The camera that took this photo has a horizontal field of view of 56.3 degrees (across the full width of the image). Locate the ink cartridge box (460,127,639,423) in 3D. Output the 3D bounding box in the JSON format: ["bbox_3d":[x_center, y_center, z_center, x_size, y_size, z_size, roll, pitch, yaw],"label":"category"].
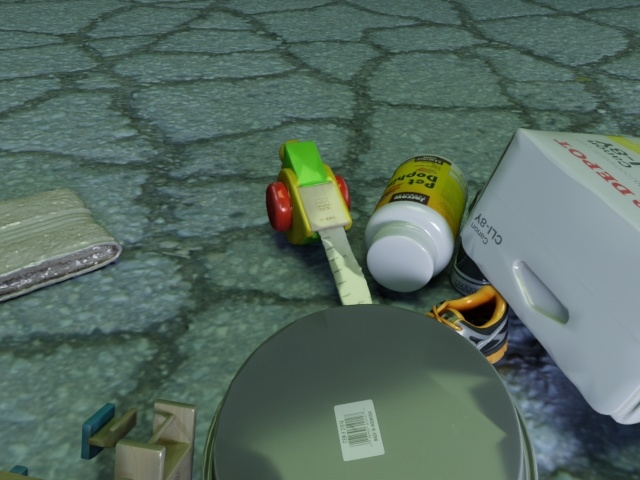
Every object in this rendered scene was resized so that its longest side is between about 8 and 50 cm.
[{"bbox_3d":[0.398,0.017,0.660,0.384,0.161,0.279,-3,40,-27],"label":"ink cartridge box"}]

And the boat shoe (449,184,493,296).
[{"bbox_3d":[0.260,-0.040,0.857,0.108,0.102,0.301,19,37,22],"label":"boat shoe"}]

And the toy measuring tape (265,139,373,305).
[{"bbox_3d":[0.000,0.000,0.811,0.121,0.121,0.330,-9,59,-18],"label":"toy measuring tape"}]

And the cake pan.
[{"bbox_3d":[0.038,0.171,0.512,0.292,0.054,0.293,-3,47,4],"label":"cake pan"}]

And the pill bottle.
[{"bbox_3d":[0.130,-0.025,0.811,0.117,0.117,0.215,13,35,14],"label":"pill bottle"}]

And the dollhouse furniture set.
[{"bbox_3d":[-0.191,0.214,0.457,0.129,0.129,0.184,8,10,7],"label":"dollhouse furniture set"}]

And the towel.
[{"bbox_3d":[-0.428,0.010,0.775,0.282,0.049,0.187,-22,42,-32],"label":"towel"}]

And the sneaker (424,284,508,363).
[{"bbox_3d":[0.121,0.110,0.645,0.214,0.083,0.084,-22,43,-30],"label":"sneaker"}]
